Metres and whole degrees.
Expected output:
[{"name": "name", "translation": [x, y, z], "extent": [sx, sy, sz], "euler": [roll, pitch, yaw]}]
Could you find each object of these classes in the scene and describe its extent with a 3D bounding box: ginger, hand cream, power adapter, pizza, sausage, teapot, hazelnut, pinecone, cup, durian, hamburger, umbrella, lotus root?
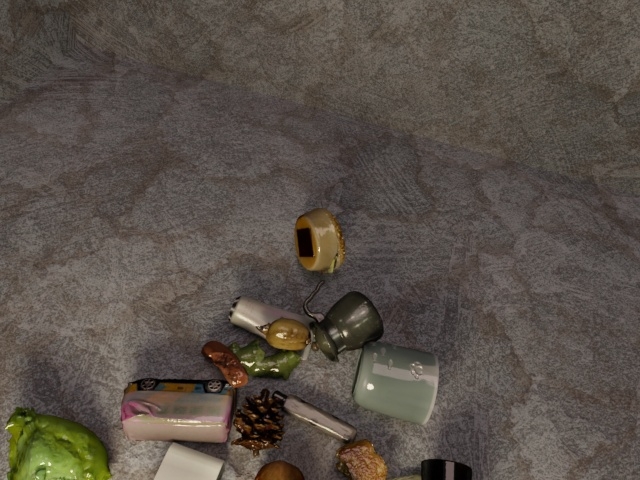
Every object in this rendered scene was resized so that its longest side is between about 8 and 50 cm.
[{"name": "ginger", "translation": [-0.225, 0.459, 1.714], "extent": [0.290, 0.089, 0.137], "euler": [13, 57, 1]}, {"name": "hand cream", "translation": [-0.193, 0.340, 1.807], "extent": [0.359, 0.118, 0.185], "euler": [22, 53, -3]}, {"name": "power adapter", "translation": [-0.398, 0.784, 1.415], "extent": [0.255, 0.124, 0.187], "euler": [17, 53, 6]}, {"name": "pizza", "translation": [0.153, 0.785, 1.500], "extent": [0.147, 0.069, 0.226], "euler": [-29, 59, -25]}, {"name": "sausage", "translation": [-0.355, 0.436, 1.620], "extent": [0.079, 0.087, 0.327], "euler": [19, -1, -36]}, {"name": "teapot", "translation": [0.068, 0.324, 1.762], "extent": [0.285, 0.223, 0.305], "euler": [-30, 106, -20]}, {"name": "hazelnut", "translation": [-0.131, 0.802, 1.418], "extent": [0.182, 0.182, 0.182], "euler": [4, 52, -6]}, {"name": "pinecone", "translation": [-0.214, 0.625, 1.539], "extent": [0.186, 0.168, 0.212], "euler": [25, 33, -28]}, {"name": "cup", "translation": [0.441, 0.840, 1.445], "extent": [0.239, 0.166, 0.177], "euler": [22, 51, -11]}, {"name": "durian", "translation": [-0.819, 0.679, 1.375], "extent": [0.340, 0.204, 0.256], "euler": [31, 12, -31]}, {"name": "hamburger", "translation": [0.000, 0.000, 1.977], "extent": [0.170, 0.302, 0.302], "euler": [-9, 54, -26]}, {"name": "umbrella", "translation": [-0.026, 0.642, 1.619], "extent": [0.337, 0.067, 0.073], "euler": [24, 49, 9]}, {"name": "cup", "translation": [0.273, 0.499, 1.689], "extent": [0.275, 0.259, 0.356], "euler": [13, 21, 2]}, {"name": "lotus root", "translation": [-0.141, 0.356, 1.699], "extent": [0.221, 0.125, 0.118], "euler": [12, 15, -2]}]

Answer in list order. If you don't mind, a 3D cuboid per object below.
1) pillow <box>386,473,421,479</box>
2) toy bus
[{"name": "pillow", "translation": [0.292, 0.875, 1.501], "extent": [0.230, 0.050, 0.148], "euler": [0, 59, -13]}, {"name": "toy bus", "translation": [-0.486, 0.582, 1.506], "extent": [0.386, 0.171, 0.162], "euler": [4, 28, -5]}]
